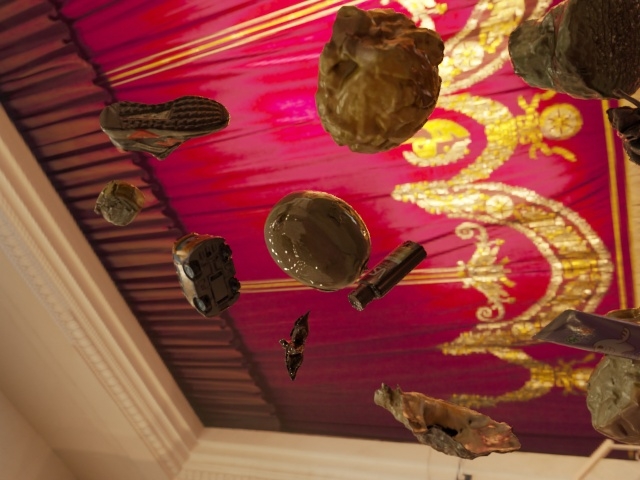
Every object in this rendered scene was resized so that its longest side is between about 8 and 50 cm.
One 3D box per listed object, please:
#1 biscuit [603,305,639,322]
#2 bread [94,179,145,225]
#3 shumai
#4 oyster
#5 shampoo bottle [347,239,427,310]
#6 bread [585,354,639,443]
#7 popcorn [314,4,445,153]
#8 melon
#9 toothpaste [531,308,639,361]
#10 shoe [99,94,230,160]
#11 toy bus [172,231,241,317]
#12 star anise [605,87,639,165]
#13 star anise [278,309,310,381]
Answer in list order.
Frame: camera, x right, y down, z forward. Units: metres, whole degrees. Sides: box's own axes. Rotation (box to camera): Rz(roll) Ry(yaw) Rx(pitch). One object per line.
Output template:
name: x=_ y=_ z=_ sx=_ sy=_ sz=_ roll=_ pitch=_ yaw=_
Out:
biscuit: x=0.766 y=0.190 z=1.414 sx=0.153 sy=0.234 sz=0.030 roll=0 pitch=-110 yaw=-21
bread: x=-0.570 y=-0.100 z=1.608 sx=0.118 sy=0.156 sz=0.064 roll=28 pitch=-135 yaw=-17
shumai: x=0.721 y=-0.557 z=1.621 sx=0.398 sy=0.323 sz=0.323 roll=-7 pitch=-79 yaw=-31
oyster: x=0.244 y=0.378 z=1.158 sx=0.271 sy=0.276 sz=0.100 roll=64 pitch=-136 yaw=-82
shampoo bottle: x=0.231 y=0.121 z=2.008 sx=0.323 sy=0.129 sz=0.084 roll=-37 pitch=-58 yaw=-24
bread: x=0.874 y=0.415 z=1.512 sx=0.278 sy=0.251 sz=0.224 roll=102 pitch=173 yaw=-46
popcorn: x=0.162 y=-0.438 z=1.576 sx=0.354 sy=0.345 sz=0.389 roll=-69 pitch=-18 yaw=-71
melon: x=0.000 y=0.000 z=1.641 sx=0.268 sy=0.330 sz=0.268 roll=-51 pitch=-10 yaw=-13
toothpaste: x=0.629 y=0.203 z=1.174 sx=0.125 sy=0.372 sz=0.079 roll=117 pitch=163 yaw=-50
shoe: x=-0.415 y=-0.289 z=1.555 sx=0.171 sy=0.337 sz=0.132 roll=99 pitch=162 yaw=-55
toy bus: x=-0.301 y=0.079 z=1.457 sx=0.126 sy=0.136 sz=0.209 roll=-34 pitch=-52 yaw=-36
star anise: x=0.806 y=-0.289 z=1.459 sx=0.231 sy=0.089 sz=0.209 roll=42 pitch=-156 yaw=-55
star anise: x=-0.101 y=0.370 z=2.051 sx=0.272 sy=0.103 sz=0.271 roll=13 pitch=-90 yaw=-89
